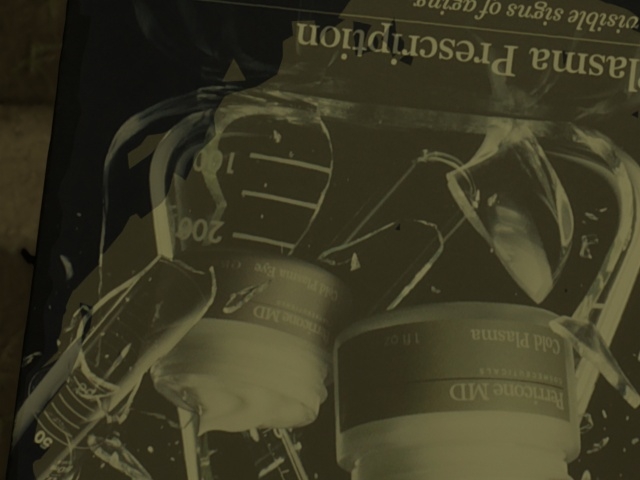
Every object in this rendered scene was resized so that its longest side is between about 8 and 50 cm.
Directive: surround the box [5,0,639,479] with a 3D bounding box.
[{"bbox_3d":[0.055,0.046,0.877,0.343,0.179,0.312,6,86,6],"label":"box"}]
